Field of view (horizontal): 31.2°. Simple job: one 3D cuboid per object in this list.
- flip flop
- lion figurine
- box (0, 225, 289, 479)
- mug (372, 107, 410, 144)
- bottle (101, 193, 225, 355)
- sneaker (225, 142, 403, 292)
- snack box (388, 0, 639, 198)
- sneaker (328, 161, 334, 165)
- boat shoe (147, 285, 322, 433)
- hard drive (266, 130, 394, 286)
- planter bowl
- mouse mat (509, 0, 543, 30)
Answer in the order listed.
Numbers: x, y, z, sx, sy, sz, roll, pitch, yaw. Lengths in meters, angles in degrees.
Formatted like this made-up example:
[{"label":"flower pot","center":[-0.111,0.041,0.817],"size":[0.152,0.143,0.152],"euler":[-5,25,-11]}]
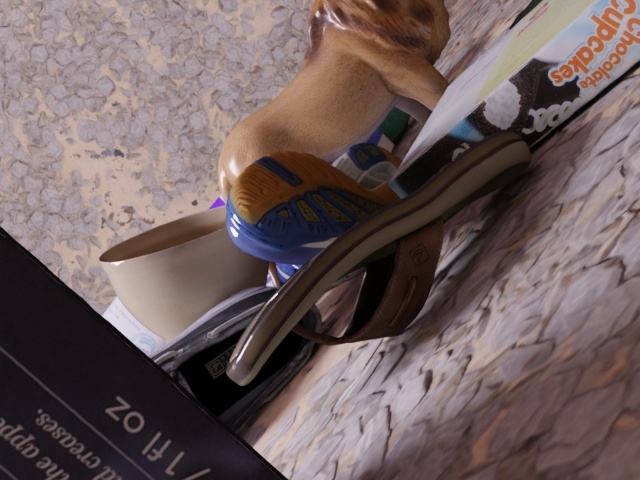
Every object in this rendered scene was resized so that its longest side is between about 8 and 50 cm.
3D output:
[{"label":"flip flop","center":[0.052,0.020,0.818],"size":[0.277,0.080,0.112],"euler":[-34,-2,-20]},{"label":"lion figurine","center":[0.009,-0.129,1.160],"size":[0.392,0.240,0.142],"euler":[-48,7,-3]},{"label":"box","center":[-0.224,0.204,0.538],"size":[0.395,0.293,0.212],"euler":[-50,8,-18]},{"label":"mug","center":[0.056,-0.170,1.601],"size":[0.129,0.097,0.158],"euler":[-53,18,-27]},{"label":"bottle","center":[-0.167,0.064,1.365],"size":[0.283,0.118,0.092],"euler":[-52,-26,1]},{"label":"sneaker","center":[0.000,0.000,0.980],"size":[0.131,0.112,0.296],"euler":[-55,-18,21]},{"label":"snack box","center":[0.200,-0.159,0.927],"size":[0.322,0.060,0.187],"euler":[-41,10,40]},{"label":"sneaker","center":[-0.028,-0.080,1.368],"size":[0.152,0.114,0.305],"euler":[-51,-4,23]},{"label":"boat shoe","center":[-0.123,0.150,0.974],"size":[0.306,0.113,0.105],"euler":[-33,10,-15]},{"label":"hard drive","center":[-0.008,-0.014,1.421],"size":[0.210,0.040,0.318],"euler":[-44,8,22]},{"label":"planter bowl","center":[-0.117,0.040,1.101],"size":[0.162,0.109,0.162],"euler":[-18,12,4]},{"label":"mouse mat","center":[0.322,-0.353,1.460],"size":[0.189,0.007,0.152],"euler":[-50,8,-26]}]
